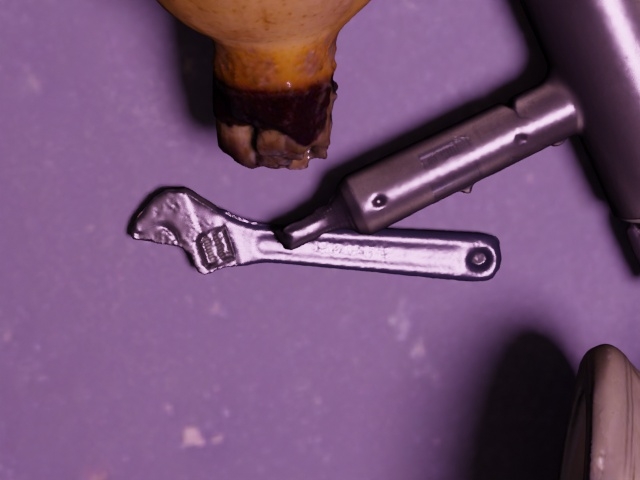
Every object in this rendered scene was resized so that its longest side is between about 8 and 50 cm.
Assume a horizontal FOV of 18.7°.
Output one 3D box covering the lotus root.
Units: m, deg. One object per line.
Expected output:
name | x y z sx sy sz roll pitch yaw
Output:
lotus root | -0.027 -0.184 0.947 0.183 0.183 0.310 -4 103 -10

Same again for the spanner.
spanner | 0.000 0.000 1.065 0.208 0.012 0.046 5 97 -11

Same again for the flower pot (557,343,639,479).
flower pot | 0.243 0.178 1.012 0.244 0.307 0.307 9 97 4

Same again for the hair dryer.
hair dryer | 0.100 -0.030 1.054 0.248 0.078 0.195 -25 103 1
